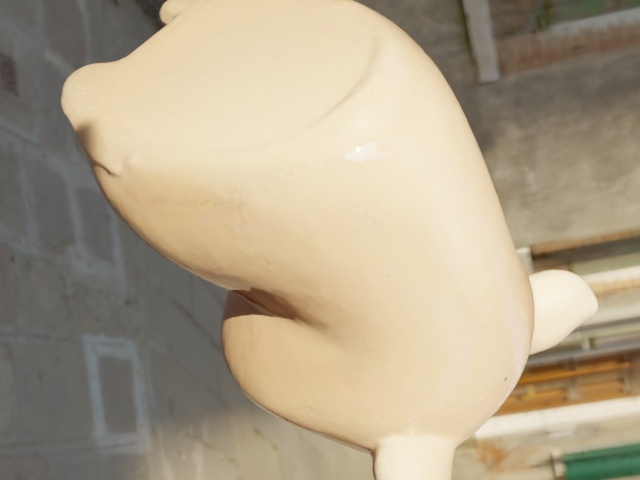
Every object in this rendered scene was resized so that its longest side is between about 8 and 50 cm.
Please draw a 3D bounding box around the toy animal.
[{"bbox_3d":[0.001,0.003,0.586,0.195,0.213,0.256,-50,130,-27],"label":"toy animal"}]
